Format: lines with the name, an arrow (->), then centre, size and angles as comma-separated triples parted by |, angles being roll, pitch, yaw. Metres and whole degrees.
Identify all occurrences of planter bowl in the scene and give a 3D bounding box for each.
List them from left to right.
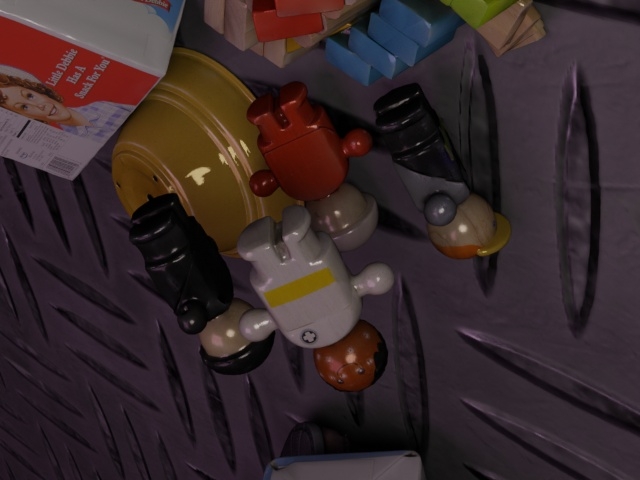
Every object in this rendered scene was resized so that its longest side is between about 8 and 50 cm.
planter bowl -> -0.122, -0.055, 1.027 | 0.217, 0.090, 0.217 | 34, 144, 30

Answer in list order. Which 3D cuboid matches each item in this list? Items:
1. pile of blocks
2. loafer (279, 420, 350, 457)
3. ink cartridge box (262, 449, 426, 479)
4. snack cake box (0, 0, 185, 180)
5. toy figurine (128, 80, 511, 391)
pile of blocks -> 0.036, -0.151, 0.699 | 0.149, 0.113, 0.362 | 58, 149, -8
loafer -> -0.001, 0.276, 1.218 | 0.302, 0.095, 0.109 | 111, 159, -53
ink cartridge box -> 0.043, 0.421, 1.062 | 0.151, 0.270, 0.395 | -5, 132, 15
snack cake box -> -0.240, -0.155, 1.010 | 0.152, 0.089, 0.264 | 21, 155, -22
toy figurine -> 0.000, 0.000, 0.808 | 0.210, 0.213, 0.148 | 7, 135, 47
